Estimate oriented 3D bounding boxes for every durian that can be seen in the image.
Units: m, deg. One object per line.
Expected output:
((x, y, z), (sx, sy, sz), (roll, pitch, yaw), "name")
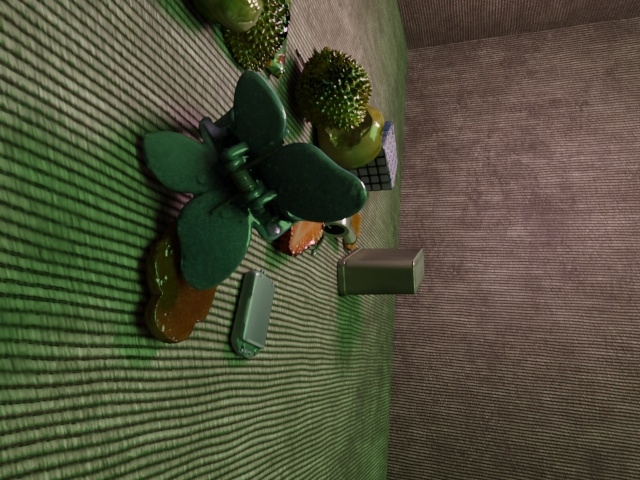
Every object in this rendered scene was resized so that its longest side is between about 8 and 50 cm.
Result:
((0.037, -0.500, 1.465), (0.225, 0.292, 0.290), (-23, 112, -73), "durian")
((-0.147, -0.547, 1.126), (0.237, 0.138, 0.193), (48, 45, -62), "durian")

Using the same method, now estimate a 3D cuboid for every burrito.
((-0.133, -0.629, 1.293), (0.104, 0.054, 0.287), (29, 64, -65), "burrito")

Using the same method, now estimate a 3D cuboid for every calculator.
((-0.179, 0.194, 1.181), (0.141, 0.045, 0.245), (51, 43, -60), "calculator")

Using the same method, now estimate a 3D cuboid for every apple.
((0.115, -0.410, 1.709), (0.279, 0.280, 0.278), (0, 90, -70), "apple")

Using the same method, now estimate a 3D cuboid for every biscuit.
((-0.283, 0.069, 0.897), (0.208, 0.041, 0.290), (66, 26, -46), "biscuit")
((0.150, -0.048, 2.098), (0.166, 0.036, 0.225), (58, 40, -54), "biscuit")

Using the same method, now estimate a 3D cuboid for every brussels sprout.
((-0.213, -0.545, 0.945), (0.183, 0.132, 0.145), (59, 24, -22), "brussels sprout")

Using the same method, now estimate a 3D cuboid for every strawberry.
((-0.067, -0.067, 1.418), (0.286, 0.106, 0.188), (-54, 137, -38), "strawberry")

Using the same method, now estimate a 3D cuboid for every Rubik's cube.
((0.212, -0.378, 1.972), (0.236, 0.238, 0.238), (-69, 151, -42), "Rubik's cube")

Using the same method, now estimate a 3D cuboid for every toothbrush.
((0.001, 0.002, 1.716), (0.194, 0.014, 0.017), (-59, 141, -54), "toothbrush")

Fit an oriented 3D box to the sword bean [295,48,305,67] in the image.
((-0.068, -0.639, 1.526), (0.083, 0.012, 0.012), (51, 43, -59), "sword bean")

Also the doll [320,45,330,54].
((0.027, -0.635, 1.671), (0.137, 0.097, 0.209), (62, 39, -63), "doll")

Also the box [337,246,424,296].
((0.293, 0.139, 2.044), (0.352, 0.344, 0.177), (-25, 111, -68), "box")

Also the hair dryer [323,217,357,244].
((0.093, -0.070, 1.804), (0.362, 0.128, 0.203), (59, 33, -58), "hair dryer")

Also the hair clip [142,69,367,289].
((-0.139, -0.136, 0.892), (0.318, 0.392, 0.238), (59, 14, -10), "hair clip")
